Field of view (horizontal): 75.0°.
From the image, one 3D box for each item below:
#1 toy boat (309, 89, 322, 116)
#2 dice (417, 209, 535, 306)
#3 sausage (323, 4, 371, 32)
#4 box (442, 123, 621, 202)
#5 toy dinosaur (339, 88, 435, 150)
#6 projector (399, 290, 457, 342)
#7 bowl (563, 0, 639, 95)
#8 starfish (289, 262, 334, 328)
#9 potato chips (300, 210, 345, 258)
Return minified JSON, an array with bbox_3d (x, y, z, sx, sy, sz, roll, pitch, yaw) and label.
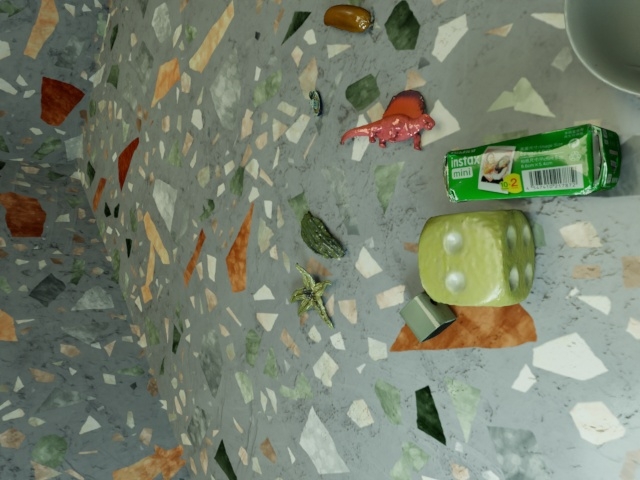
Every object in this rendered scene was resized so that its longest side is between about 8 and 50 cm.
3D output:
[{"bbox_3d":[-0.015,-0.389,1.186,0.038,0.038,0.083,-24,74,43],"label":"toy boat"},{"bbox_3d":[0.299,0.031,0.802,0.169,0.166,0.170,-3,90,45],"label":"dice"},{"bbox_3d":[0.066,-0.578,1.081,0.062,0.054,0.183,-50,51,-1],"label":"sausage"},{"bbox_3d":[0.361,-0.125,0.725,0.250,0.180,0.103,1,97,44],"label":"box"},{"bbox_3d":[0.159,-0.297,1.007,0.286,0.070,0.139,16,93,47],"label":"toy dinosaur"},{"bbox_3d":[0.239,0.167,0.929,0.083,0.083,0.082,-53,58,33],"label":"projector"},{"bbox_3d":[0.533,-0.346,0.551,0.345,0.157,0.346,2,93,45],"label":"bowl"},{"bbox_3d":[-0.021,0.164,1.216,0.223,0.050,0.217,-42,69,51],"label":"starfish"},{"bbox_3d":[0.001,0.000,1.201,0.207,0.028,0.092,47,125,35],"label":"potato chips"}]
